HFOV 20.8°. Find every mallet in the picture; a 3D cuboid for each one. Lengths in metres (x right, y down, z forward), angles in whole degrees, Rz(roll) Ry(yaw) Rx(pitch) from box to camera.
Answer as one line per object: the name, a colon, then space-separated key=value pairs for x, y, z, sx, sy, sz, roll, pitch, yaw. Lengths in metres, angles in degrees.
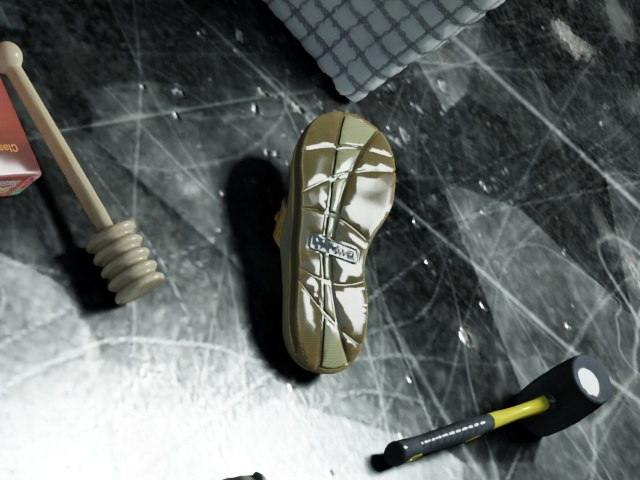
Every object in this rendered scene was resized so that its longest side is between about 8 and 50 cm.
mallet: x=0.114 y=0.109 z=1.088 sx=0.189 sy=0.062 sz=0.039 roll=-8 pitch=67 yaw=-52

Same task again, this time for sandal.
sandal: x=0.000 y=0.000 z=1.061 sx=0.072 sy=0.049 sz=0.180 roll=24 pitch=60 yaw=-29

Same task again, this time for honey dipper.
honey dipper: x=-0.136 y=-0.040 z=0.943 sx=0.030 sy=0.030 sz=0.161 roll=-19 pitch=75 yaw=-54

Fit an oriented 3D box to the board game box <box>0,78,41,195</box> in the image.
board game box: x=-0.267 y=-0.080 z=0.822 sx=0.281 sy=0.027 sz=0.145 roll=-8 pitch=70 yaw=-52

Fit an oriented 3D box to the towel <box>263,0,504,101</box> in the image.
towel: x=0.034 y=-0.271 z=1.159 sx=0.284 sy=0.235 sz=0.121 roll=48 pitch=30 yaw=-10

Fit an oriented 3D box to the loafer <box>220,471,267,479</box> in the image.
loafer: x=-0.062 y=0.166 z=0.754 sx=0.111 sy=0.112 sz=0.319 roll=42 pitch=9 yaw=10
